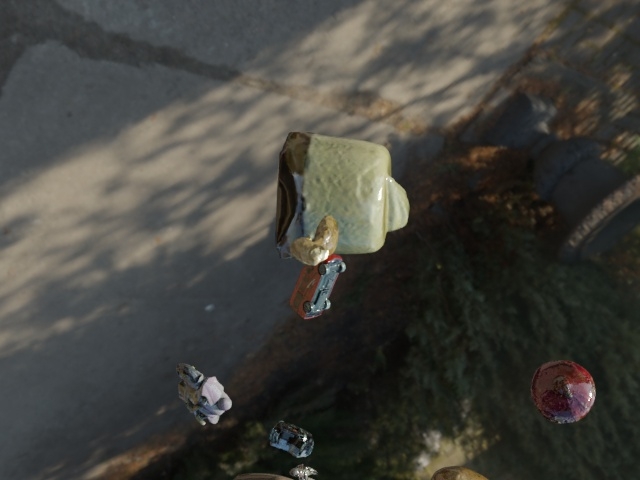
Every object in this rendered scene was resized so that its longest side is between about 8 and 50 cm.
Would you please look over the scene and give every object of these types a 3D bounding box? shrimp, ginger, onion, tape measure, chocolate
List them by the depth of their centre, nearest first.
[{"bbox_3d":[0.404,0.252,1.375,0.107,0.107,0.097,-31,160,-5],"label":"onion"},{"bbox_3d":[0.000,0.000,1.579,0.288,0.075,0.089,-36,145,-77],"label":"ginger"},{"bbox_3d":[-0.057,0.398,1.652,0.094,0.091,0.054,42,71,-81],"label":"tape measure"},{"bbox_3d":[-0.038,0.572,2.032,0.029,0.038,0.092,-24,134,37],"label":"shrimp"},{"bbox_3d":[0.065,-0.113,2.061,0.297,0.314,0.326,4,-173,19],"label":"chocolate"}]

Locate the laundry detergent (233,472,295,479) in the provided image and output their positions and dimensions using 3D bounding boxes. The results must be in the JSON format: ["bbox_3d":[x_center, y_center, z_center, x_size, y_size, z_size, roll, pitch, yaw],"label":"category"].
[{"bbox_3d":[-0.083,0.593,1.902,0.171,0.076,0.237,-6,153,24],"label":"laundry detergent"}]

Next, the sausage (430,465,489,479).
[{"bbox_3d":[0.395,0.598,1.621,0.136,0.123,0.501,-37,115,25],"label":"sausage"}]

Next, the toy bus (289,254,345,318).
[{"bbox_3d":[-0.010,0.114,2.246,0.081,0.089,0.195,-8,127,-49],"label":"toy bus"}]

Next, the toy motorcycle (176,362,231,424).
[{"bbox_3d":[-0.284,0.389,2.046,0.073,0.152,0.225,-53,157,-34],"label":"toy motorcycle"}]
